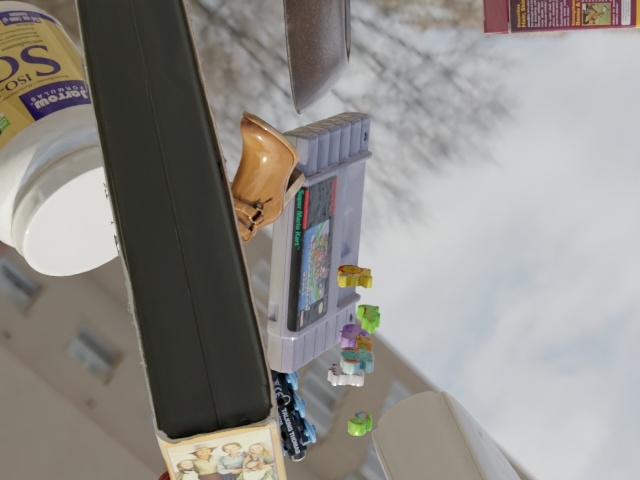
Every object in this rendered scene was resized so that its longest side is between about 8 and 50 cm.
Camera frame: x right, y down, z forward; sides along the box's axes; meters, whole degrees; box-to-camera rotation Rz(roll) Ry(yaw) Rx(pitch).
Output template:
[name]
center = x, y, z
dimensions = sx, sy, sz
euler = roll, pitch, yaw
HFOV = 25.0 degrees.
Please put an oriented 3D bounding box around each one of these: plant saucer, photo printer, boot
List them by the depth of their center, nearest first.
[plant saucer]
center = -0.001, -0.182, 0.937
dimensions = 0.036, 0.199, 0.198
euler = -2, -154, 4
[photo printer]
center = 0.178, 0.328, 1.421
dimensions = 0.107, 0.256, 0.307
euler = -31, -133, 7
[boot]
center = -0.096, -0.067, 1.859
dimensions = 0.073, 0.197, 0.152
euler = 35, -104, 30

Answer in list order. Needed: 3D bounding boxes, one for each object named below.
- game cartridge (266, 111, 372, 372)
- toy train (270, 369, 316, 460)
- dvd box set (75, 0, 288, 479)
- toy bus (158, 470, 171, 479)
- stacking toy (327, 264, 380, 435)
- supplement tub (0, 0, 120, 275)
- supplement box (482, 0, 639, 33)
[game cartridge]
center = 0.000, 0.000, 2.131
dimensions = 0.230, 0.068, 0.355
euler = -33, 130, -64
[toy train]
center = -0.067, 0.258, 2.271
dimensions = 0.080, 0.184, 0.105
euler = -22, -160, -12
[dvd box set]
center = -0.070, 0.070, 0.887
dimensions = 0.062, 0.420, 0.308
euler = -12, -121, -5
[toy bus]
center = -0.181, 0.393, 2.251
dimensions = 0.104, 0.202, 0.191
euler = 105, -12, -50
[stacking toy]
center = 0.044, 0.145, 1.945
dimensions = 0.221, 0.052, 0.167
euler = -98, -169, -72
[supplement tub]
center = -0.385, -0.138, 1.954
dimensions = 0.241, 0.241, 0.331
euler = -44, -119, 9
[supplement box]
center = 0.302, -0.313, 1.801
dimensions = 0.188, 0.104, 0.081
euler = -5, -172, -17
